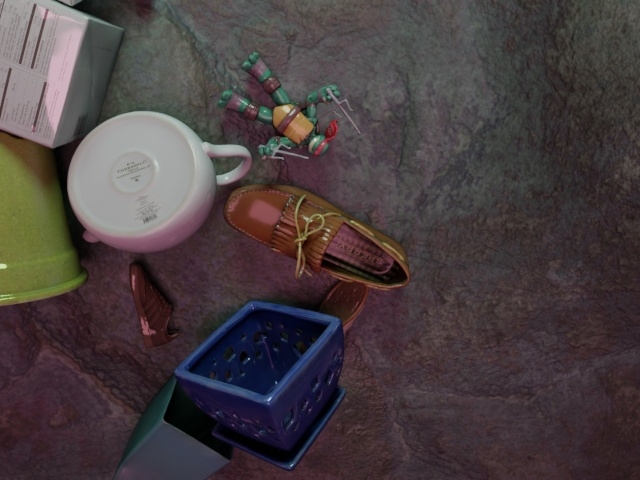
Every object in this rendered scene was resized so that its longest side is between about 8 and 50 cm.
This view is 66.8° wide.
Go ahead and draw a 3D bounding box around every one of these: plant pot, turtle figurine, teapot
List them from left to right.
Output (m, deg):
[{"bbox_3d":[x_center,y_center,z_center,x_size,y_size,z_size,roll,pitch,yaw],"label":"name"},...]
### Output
[{"bbox_3d":[-0.534,-0.052,0.790,0.276,0.276,0.253,2,100,-8],"label":"plant pot"},{"bbox_3d":[-0.285,-0.089,0.849,0.256,0.187,0.252,19,80,8],"label":"teapot"},{"bbox_3d":[-0.312,0.426,1.022,0.166,0.165,0.234,39,107,-17],"label":"plant pot"},{"bbox_3d":[-0.093,0.277,0.929,0.236,0.236,0.212,6,122,34],"label":"plant pot"},{"bbox_3d":[-0.056,-0.214,0.869,0.234,0.118,0.175,38,85,-2],"label":"turtle figurine"}]

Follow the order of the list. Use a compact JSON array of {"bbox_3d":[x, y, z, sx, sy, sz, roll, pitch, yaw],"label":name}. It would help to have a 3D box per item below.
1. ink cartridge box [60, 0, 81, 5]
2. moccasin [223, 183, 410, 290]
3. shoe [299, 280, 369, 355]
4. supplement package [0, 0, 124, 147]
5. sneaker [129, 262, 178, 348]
[{"bbox_3d":[-0.409,-0.437,0.689,0.209,0.153,0.086,23,133,-6],"label":"ink cartridge box"},{"bbox_3d":[-0.002,0.003,0.928,0.380,0.147,0.139,28,102,-15],"label":"moccasin"},{"bbox_3d":[0.030,0.165,1.039,0.077,0.058,0.219,38,96,14],"label":"shoe"},{"bbox_3d":[-0.482,-0.292,0.741,0.263,0.199,0.198,20,105,-14],"label":"supplement package"},{"bbox_3d":[-0.336,0.125,0.978,0.071,0.066,0.188,-13,115,-21],"label":"sneaker"}]
